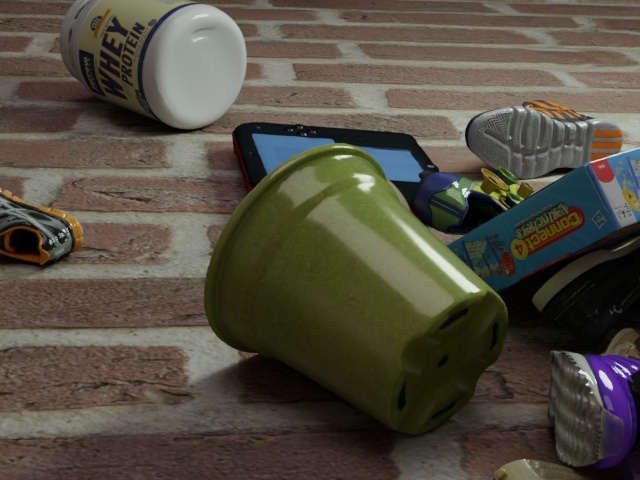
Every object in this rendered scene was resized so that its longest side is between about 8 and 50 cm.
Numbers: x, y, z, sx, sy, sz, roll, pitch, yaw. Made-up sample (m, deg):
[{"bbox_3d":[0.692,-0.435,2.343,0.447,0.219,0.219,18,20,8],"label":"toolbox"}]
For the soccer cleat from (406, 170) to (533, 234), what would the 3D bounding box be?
[{"bbox_3d":[0.244,-0.036,1.760,0.121,0.093,0.289,33,17,38],"label":"soccer cleat"}]

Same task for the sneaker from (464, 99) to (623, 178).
[{"bbox_3d":[0.368,-0.189,2.193,0.321,0.124,0.180,4,15,-28],"label":"sneaker"}]

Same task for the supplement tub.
[{"bbox_3d":[-0.326,-0.359,2.335,0.325,0.235,0.235,23,29,40],"label":"supplement tub"}]

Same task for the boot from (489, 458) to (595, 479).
[{"bbox_3d":[0.170,0.272,1.032,0.262,0.095,0.203,-3,23,-19],"label":"boot"}]

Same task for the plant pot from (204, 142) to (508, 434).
[{"bbox_3d":[0.057,0.071,1.342,0.276,0.276,0.254,-17,41,-40],"label":"plant pot"}]

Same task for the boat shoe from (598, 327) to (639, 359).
[{"bbox_3d":[0.354,0.147,1.436,0.045,0.050,0.135,24,35,26],"label":"boat shoe"}]

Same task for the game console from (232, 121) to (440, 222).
[{"bbox_3d":[0.034,-0.120,2.031,0.342,0.060,0.386,-1,23,-9],"label":"game console"}]

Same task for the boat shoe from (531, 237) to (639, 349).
[{"bbox_3d":[0.416,0.062,1.574,0.340,0.127,0.113,-12,58,-46],"label":"boat shoe"}]

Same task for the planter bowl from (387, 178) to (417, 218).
[{"bbox_3d":[0.066,-0.013,1.675,0.109,0.162,0.162,22,9,-34],"label":"planter bowl"}]

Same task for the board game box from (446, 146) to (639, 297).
[{"bbox_3d":[0.346,-0.027,1.577,0.308,0.086,0.302,-17,-11,-39],"label":"board game box"}]

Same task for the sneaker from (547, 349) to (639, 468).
[{"bbox_3d":[0.309,0.161,1.220,0.146,0.102,0.293,4,4,6],"label":"sneaker"}]

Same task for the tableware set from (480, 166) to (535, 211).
[{"bbox_3d":[0.266,-0.074,1.716,0.104,0.024,0.154,44,21,18],"label":"tableware set"}]

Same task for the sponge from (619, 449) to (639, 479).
[{"bbox_3d":[0.361,0.264,1.163,0.117,0.031,0.210,4,22,3],"label":"sponge"}]

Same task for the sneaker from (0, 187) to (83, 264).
[{"bbox_3d":[-0.441,-0.018,1.687,0.215,0.084,0.083,10,28,14],"label":"sneaker"}]
